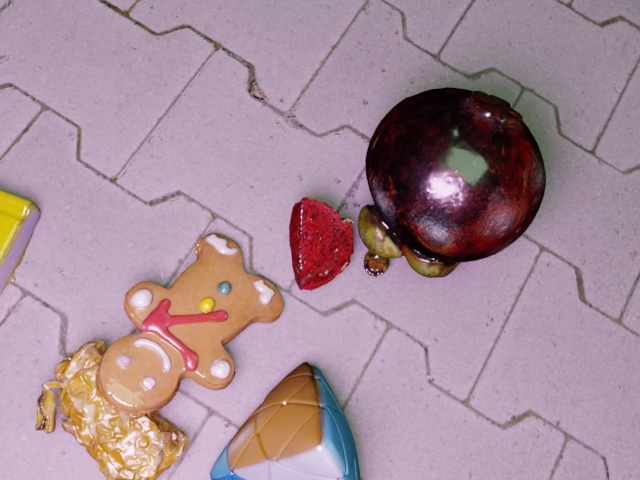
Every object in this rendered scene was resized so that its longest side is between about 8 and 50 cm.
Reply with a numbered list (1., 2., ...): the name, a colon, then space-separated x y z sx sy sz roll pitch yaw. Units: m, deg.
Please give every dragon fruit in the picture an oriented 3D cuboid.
1. dragon fruit: 0.000 0.000 1.236 0.106 0.083 0.162 -4 99 -20

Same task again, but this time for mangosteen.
1. mangosteen: 0.208 -0.086 1.216 0.306 0.360 0.306 19 38 -15

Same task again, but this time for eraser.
1. eraser: -0.588 -0.022 1.150 0.226 0.069 0.158 21 70 -3

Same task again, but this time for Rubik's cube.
1. Rubik's cube: 0.002 0.332 1.060 0.254 0.254 0.255 3 72 -8

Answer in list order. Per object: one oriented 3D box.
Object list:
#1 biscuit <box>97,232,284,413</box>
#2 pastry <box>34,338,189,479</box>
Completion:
1. biscuit: -0.204 0.134 1.121 0.216 0.047 0.339 45 52 7
2. pastry: -0.326 0.269 1.085 0.154 0.102 0.250 -42 84 -11
